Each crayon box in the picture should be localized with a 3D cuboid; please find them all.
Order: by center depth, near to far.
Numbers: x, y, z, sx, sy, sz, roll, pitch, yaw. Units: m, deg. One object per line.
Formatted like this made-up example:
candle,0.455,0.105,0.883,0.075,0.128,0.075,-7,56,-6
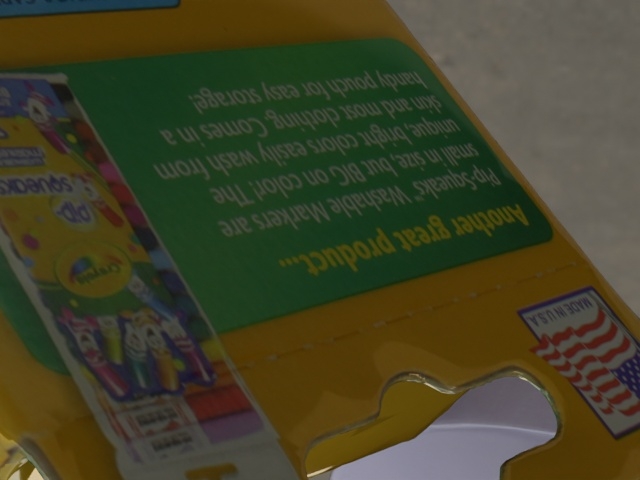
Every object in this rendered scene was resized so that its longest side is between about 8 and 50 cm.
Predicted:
crayon box,-0.073,-0.040,0.430,0.203,0.323,0.083,-13,151,-53

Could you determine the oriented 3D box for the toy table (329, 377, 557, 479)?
toy table,0.092,0.162,0.573,0.274,0.161,0.252,2,132,41
